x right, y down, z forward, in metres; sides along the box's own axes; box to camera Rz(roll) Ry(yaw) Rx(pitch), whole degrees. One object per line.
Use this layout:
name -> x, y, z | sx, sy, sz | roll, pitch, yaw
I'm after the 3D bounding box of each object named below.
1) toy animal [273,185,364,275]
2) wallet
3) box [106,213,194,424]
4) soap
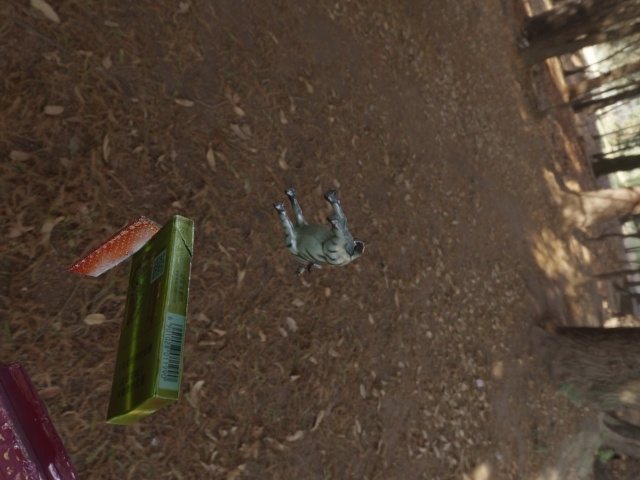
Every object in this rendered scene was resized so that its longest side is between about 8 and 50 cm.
toy animal -> -0.004, 0.003, 0.730 | 0.073, 0.217, 0.176 | -42, 123, -26
wallet -> -0.448, 0.016, 0.998 | 0.020, 0.197, 0.103 | 56, 1, 18
box -> -0.279, 0.126, 0.748 | 0.043, 0.173, 0.311 | 23, 47, -37
soap -> -0.431, 0.273, 0.573 | 0.249, 0.162, 0.099 | 63, 0, 3
